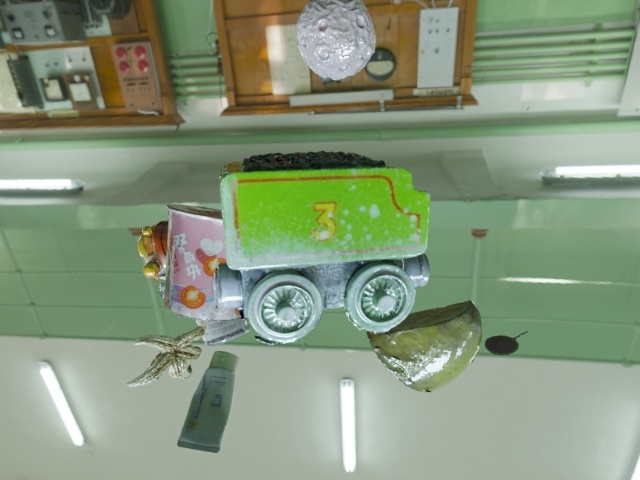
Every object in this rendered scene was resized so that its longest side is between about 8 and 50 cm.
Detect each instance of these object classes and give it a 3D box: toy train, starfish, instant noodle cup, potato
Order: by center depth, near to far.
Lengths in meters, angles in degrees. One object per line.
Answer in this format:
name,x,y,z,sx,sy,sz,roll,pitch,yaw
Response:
toy train,0.000,0.000,0.582,0.308,0.248,0.173,-3,-164,-11
instant noodle cup,-0.251,0.046,0.955,0.243,0.230,0.243,11,-175,-1
potato,0.286,0.250,1.037,0.269,0.255,0.112,41,-152,-7
starfish,-0.389,0.298,1.067,0.071,0.238,0.215,11,-122,29

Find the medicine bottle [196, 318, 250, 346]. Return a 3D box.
medicine bottle,-0.362,0.212,1.419,0.165,0.273,0.165,-21,178,-1

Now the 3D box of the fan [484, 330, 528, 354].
fan,0.511,0.273,1.116,0.134,0.005,0.085,-20,-158,-14

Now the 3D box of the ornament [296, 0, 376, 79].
ornament,0.042,-0.636,1.289,0.225,0.259,0.259,-26,-155,3

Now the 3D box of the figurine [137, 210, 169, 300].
figurine,-0.569,0.062,1.582,0.196,0.322,0.320,-28,-177,5

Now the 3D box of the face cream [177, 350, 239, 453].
face cream,-0.260,0.385,0.994,0.114,0.070,0.223,-1,-129,19
